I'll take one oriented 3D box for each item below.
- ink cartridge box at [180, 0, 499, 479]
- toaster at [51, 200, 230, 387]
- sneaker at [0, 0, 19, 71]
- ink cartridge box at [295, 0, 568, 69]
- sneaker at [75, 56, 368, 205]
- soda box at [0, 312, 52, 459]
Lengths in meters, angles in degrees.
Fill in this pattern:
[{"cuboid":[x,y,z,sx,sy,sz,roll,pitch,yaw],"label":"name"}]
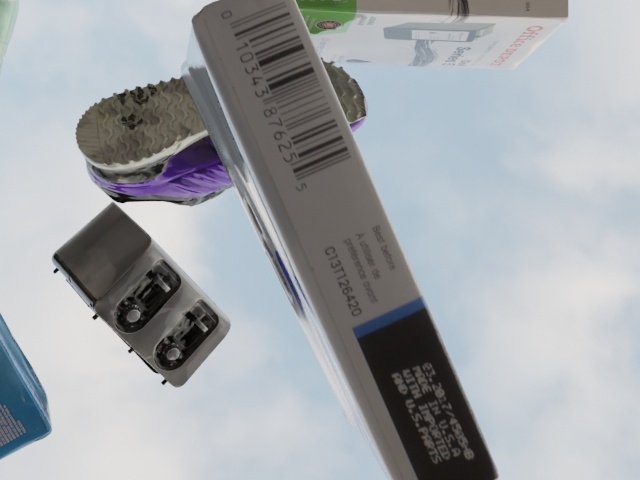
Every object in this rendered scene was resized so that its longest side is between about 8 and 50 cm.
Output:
[{"cuboid":[0.000,0.000,0.856,0.072,0.307,0.303,-25,-84,-2],"label":"ink cartridge box"},{"cuboid":[-0.212,0.061,1.547,0.110,0.168,0.186,-44,-144,-7],"label":"toaster"},{"cuboid":[-0.502,-0.259,1.623,0.094,0.256,0.151,-147,-114,-63],"label":"sneaker"},{"cuboid":[0.095,-0.254,1.350,0.273,0.198,0.114,1,-97,-7],"label":"ink cartridge box"},{"cuboid":[-0.099,-0.102,1.367,0.294,0.146,0.102,-11,-119,-8],"label":"sneaker"},{"cuboid":[-0.191,0.000,0.547,0.067,0.071,0.210,-29,-79,-8],"label":"soda box"}]
